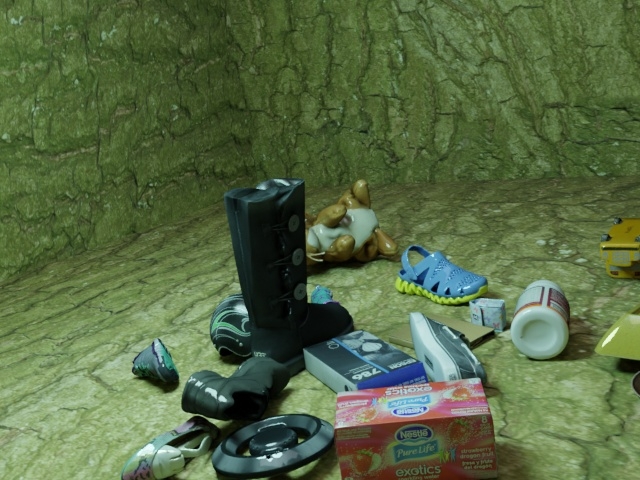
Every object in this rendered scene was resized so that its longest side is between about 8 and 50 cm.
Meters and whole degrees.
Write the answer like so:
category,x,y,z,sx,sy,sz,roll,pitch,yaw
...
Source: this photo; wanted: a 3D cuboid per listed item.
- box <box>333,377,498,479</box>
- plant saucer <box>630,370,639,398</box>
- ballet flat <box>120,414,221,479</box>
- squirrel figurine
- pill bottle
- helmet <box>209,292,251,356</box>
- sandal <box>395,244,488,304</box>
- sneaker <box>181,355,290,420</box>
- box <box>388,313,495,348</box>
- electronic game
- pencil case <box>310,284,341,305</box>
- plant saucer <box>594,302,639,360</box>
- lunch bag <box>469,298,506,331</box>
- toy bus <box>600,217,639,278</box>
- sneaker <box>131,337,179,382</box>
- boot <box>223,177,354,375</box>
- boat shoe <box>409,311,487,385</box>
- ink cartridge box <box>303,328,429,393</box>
category,x,y,z,sx,sy,sz,roll,pitch,yaw
box,0.157,0.323,1.166,0.257,0.122,0.128,-7,15,6
plant saucer,0.663,0.274,1.238,0.199,0.036,0.198,-9,13,2
ballet flat,-0.263,0.388,1.276,0.079,0.076,0.221,4,14,30
squirrel figurine,0.000,0.000,2.414,0.370,0.281,0.397,-25,5,-21
pill bottle,0.501,0.172,1.571,0.121,0.121,0.221,-3,14,22
helmet,-0.197,0.215,1.745,0.162,0.169,0.169,9,21,28
sandal,0.330,0.095,1.960,0.126,0.138,0.317,-18,18,-40
sneaker,-0.144,0.314,1.407,0.130,0.109,0.286,16,13,33
box,0.292,0.229,1.677,0.164,0.021,0.201,-19,17,-36
electronic game,-0.085,0.374,1.265,0.229,0.048,0.229,-12,6,1
pencil case,0.014,0.178,1.960,0.070,0.064,0.151,-34,16,0
plant saucer,0.775,0.172,1.408,0.333,0.081,0.333,4,11,40
lunch bag,0.406,0.182,1.692,0.083,0.071,0.053,3,21,31
toy bus,0.873,0.015,1.953,0.108,0.130,0.333,1,17,33
sneaker,-0.409,0.315,1.694,0.098,0.083,0.224,-33,15,-11
boot,-0.059,0.064,1.666,0.146,0.445,0.367,0,16,31
boat shoe,0.271,0.234,1.498,0.102,0.108,0.301,-10,16,-7
ink cartridge box,0.104,0.282,1.497,0.165,0.065,0.333,-14,16,-24
